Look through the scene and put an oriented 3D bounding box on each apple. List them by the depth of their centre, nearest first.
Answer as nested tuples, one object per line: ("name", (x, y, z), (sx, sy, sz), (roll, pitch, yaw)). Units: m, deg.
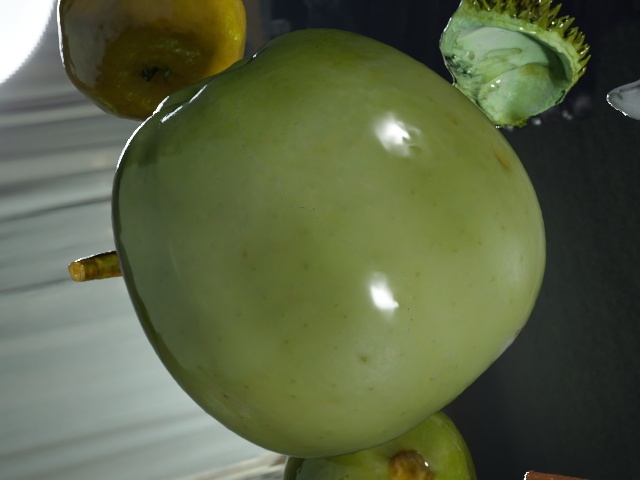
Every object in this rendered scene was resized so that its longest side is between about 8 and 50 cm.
("apple", (0.000, 0.000, 0.919), (0.357, 0.357, 0.357), (169, -90, -68))

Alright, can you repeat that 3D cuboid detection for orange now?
("orange", (-0.244, -0.307, 1.592), (0.279, 0.279, 0.235), (102, -18, -44))

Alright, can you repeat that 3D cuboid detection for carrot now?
("carrot", (-0.273, 0.034, 1.462), (0.042, 0.171, 0.042), (3, -83, 29))

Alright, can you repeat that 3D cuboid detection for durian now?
("durian", (0.308, -0.279, 1.727), (0.163, 0.198, 0.394), (47, -9, 25))

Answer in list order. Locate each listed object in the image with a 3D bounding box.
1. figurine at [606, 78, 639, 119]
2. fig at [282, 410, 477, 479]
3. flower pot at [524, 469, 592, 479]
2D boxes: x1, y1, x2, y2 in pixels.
("figurine", (0.349, -0.212, 1.061), (0.154, 0.193, 0.420), (46, 20, -57))
("fig", (0.098, 0.391, 1.749), (0.343, 0.343, 0.343), (169, -90, -68))
("flower pot", (0.334, 0.377, 1.311), (0.191, 0.173, 0.190), (1, 90, -70))
